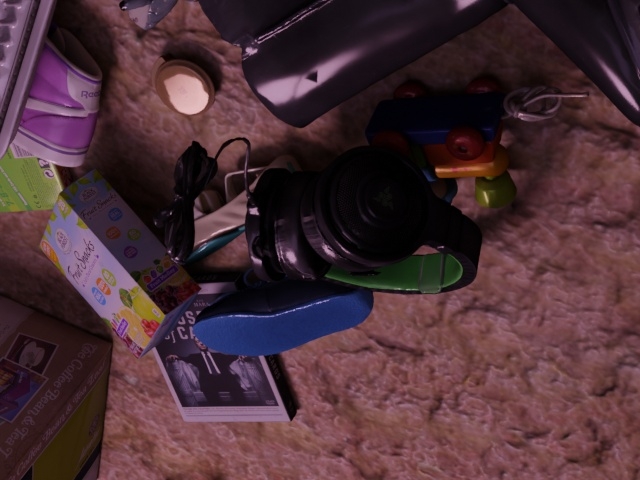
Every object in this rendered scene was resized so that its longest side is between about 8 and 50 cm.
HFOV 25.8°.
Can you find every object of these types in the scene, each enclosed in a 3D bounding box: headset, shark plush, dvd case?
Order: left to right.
[{"bbox_3d":[-0.158,-0.298,1.600,0.161,0.073,0.067,-30,129,17],"label":"shark plush"},{"bbox_3d":[-0.149,0.151,1.923,0.179,0.029,0.238,-4,122,28],"label":"dvd case"},{"bbox_3d":[0.000,0.000,1.524,0.394,0.185,0.243,26,156,-37],"label":"headset"}]

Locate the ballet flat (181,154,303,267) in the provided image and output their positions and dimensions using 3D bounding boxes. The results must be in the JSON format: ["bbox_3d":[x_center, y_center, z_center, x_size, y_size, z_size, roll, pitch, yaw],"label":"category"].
[{"bbox_3d":[-0.112,-0.039,1.742,0.248,0.086,0.086,-25,110,36],"label":"ballet flat"}]

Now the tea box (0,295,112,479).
[{"bbox_3d":[-0.478,0.311,2.005,0.220,0.329,0.323,23,130,10],"label":"tea box"}]

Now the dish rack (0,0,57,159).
[{"bbox_3d":[-0.437,-0.279,1.652,0.286,0.072,0.332,26,109,12],"label":"dish rack"}]

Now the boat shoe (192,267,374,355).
[{"bbox_3d":[-0.040,0.084,1.785,0.258,0.089,0.109,-10,136,24],"label":"boat shoe"}]

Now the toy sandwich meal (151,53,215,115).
[{"bbox_3d":[-0.163,-0.188,1.680,0.086,0.029,0.085,10,128,14],"label":"toy sandwich meal"}]

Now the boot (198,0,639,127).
[{"bbox_3d":[0.121,-0.210,1.418,0.445,0.146,0.367,-22,93,32],"label":"boot"}]

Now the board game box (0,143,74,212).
[{"bbox_3d":[-0.460,-0.095,1.881,0.260,0.039,0.124,-4,122,21],"label":"board game box"}]

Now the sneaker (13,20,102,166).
[{"bbox_3d":[-0.391,-0.220,1.739,0.282,0.102,0.161,24,114,12],"label":"sneaker"}]

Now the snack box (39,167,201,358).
[{"bbox_3d":[-0.263,0.034,1.807,0.207,0.070,0.174,49,150,7],"label":"snack box"}]

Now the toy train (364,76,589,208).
[{"bbox_3d":[0.186,-0.095,1.534,0.248,0.105,0.143,-1,134,27],"label":"toy train"}]
